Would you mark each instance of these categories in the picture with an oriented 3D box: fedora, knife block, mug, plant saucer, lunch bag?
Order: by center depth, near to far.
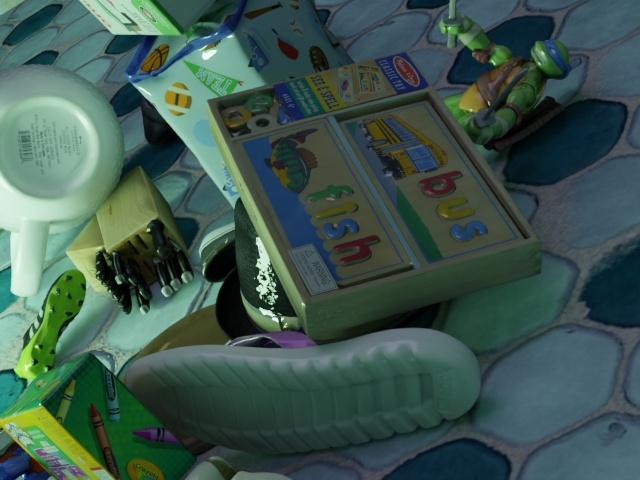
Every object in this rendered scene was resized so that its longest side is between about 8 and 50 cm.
[{"bbox_3d":[0.000,0.000,1.739,0.334,0.152,0.334,-17,30,10],"label":"fedora"},{"bbox_3d":[-0.158,0.170,1.806,0.278,0.041,0.278,-25,29,15],"label":"plant saucer"},{"bbox_3d":[-0.081,-0.253,2.082,0.239,0.328,0.385,-20,33,28],"label":"lunch bag"},{"bbox_3d":[-0.248,-0.006,2.123,0.242,0.088,0.276,-7,38,39],"label":"knife block"},{"bbox_3d":[-0.452,-0.097,2.262,0.328,0.276,0.374,-172,89,-75],"label":"mug"}]

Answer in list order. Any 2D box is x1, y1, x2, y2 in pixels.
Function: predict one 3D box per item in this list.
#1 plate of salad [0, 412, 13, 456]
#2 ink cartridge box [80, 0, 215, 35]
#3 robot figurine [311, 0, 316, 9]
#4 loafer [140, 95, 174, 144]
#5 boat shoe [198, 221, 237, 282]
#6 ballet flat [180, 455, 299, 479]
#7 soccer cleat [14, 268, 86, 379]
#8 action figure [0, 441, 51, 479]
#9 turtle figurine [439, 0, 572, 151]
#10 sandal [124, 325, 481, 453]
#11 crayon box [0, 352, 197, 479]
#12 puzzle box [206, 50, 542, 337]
[{"bbox_3d":[-0.435,0.264,1.864,0.200,0.048,0.200,-41,-3,-3],"label":"plate of salad"},{"bbox_3d":[-0.269,-0.387,1.936,0.117,0.201,0.278,-50,25,-12],"label":"ink cartridge box"},{"bbox_3d":[-0.120,-0.341,2.388,0.300,0.200,0.353,-56,11,41],"label":"robot figurine"},{"bbox_3d":[-0.254,-0.289,2.561,0.302,0.109,0.095,-66,-2,-46],"label":"loafer"},{"bbox_3d":[-0.074,-0.007,1.953,0.228,0.080,0.076,-24,36,21],"label":"boat shoe"},{"bbox_3d":[-0.079,0.280,1.470,0.348,0.123,0.123,2,44,48],"label":"ballet flat"},{"bbox_3d":[-0.401,0.121,2.088,0.072,0.060,0.179,-9,53,49],"label":"soccer cleat"},{"bbox_3d":[-0.382,0.306,1.743,0.139,0.091,0.280,-42,-2,22],"label":"action figure"},{"bbox_3d":[0.170,-0.196,1.822,0.266,0.198,0.274,-41,-18,24],"label":"turtle figurine"},{"bbox_3d":[-0.016,0.150,1.564,0.416,0.169,0.102,-4,41,24],"label":"sandal"},{"bbox_3d":[-0.260,0.223,1.604,0.081,0.165,0.278,-48,10,-23],"label":"crayon box"},{"bbox_3d":[0.050,-0.069,1.633,0.272,0.052,0.409,-15,41,-12],"label":"puzzle box"}]
